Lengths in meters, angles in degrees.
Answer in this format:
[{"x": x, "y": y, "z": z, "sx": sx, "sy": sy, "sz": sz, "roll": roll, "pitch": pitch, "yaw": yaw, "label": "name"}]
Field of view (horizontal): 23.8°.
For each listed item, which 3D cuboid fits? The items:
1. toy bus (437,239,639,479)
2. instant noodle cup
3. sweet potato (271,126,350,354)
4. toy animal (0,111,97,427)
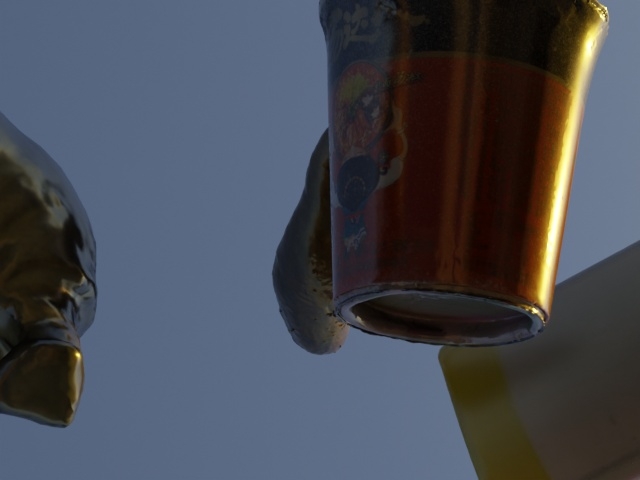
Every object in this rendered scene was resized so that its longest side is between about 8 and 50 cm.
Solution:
[{"x": 0.342, "y": 0.099, "z": 1.261, "sx": 0.249, "sy": 0.440, "sz": 0.209, "roll": 40, "pitch": -154, "yaw": -48, "label": "toy bus"}, {"x": 0.054, "y": -0.031, "z": 0.630, "sx": 0.127, "sy": 0.127, "sz": 0.136, "roll": 17, "pitch": -110, "yaw": -32, "label": "instant noodle cup"}, {"x": 0.000, "y": 0.000, "z": 1.233, "sx": 0.077, "sy": 0.077, "sz": 0.244, "roll": -30, "pitch": -37, "yaw": -33, "label": "sweet potato"}, {"x": -0.190, "y": -0.073, "z": 0.461, "sx": 0.106, "sy": 0.168, "sz": 0.343, "roll": -35, "pitch": -79, "yaw": 5, "label": "toy animal"}]
